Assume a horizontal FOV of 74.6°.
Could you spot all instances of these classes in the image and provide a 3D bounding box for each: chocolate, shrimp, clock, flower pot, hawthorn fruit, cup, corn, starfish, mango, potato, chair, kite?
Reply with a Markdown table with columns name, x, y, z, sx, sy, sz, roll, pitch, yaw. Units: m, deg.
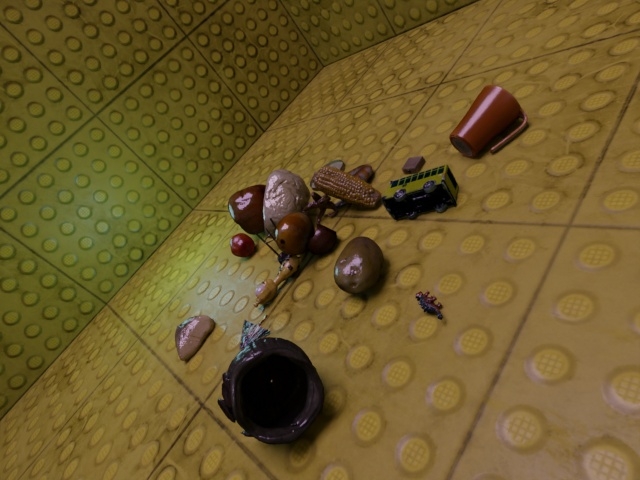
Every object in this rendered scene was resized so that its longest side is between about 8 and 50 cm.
| name | x | y | z | sx | sy | sz | roll | pitch | yaw |
| --- | --- | --- | --- | --- | --- | --- | --- | --- | --- |
| chocolate | 0.000 | 0.000 | 1.827 | 0.127 | 0.124 | 0.133 | 31 | 99 | 48 |
| shrimp | 0.173 | -0.322 | 2.090 | 0.185 | 0.068 | 0.287 | -30 | 25 | 9 |
| clock | 0.036 | -0.372 | 2.371 | 0.234 | 0.029 | 0.235 | -29 | 31 | 20 |
| flower pot | -0.151 | 0.442 | 1.228 | 0.302 | 0.301 | 0.213 | -49 | 7 | -14 |
| hawthorn fruit | -0.352 | -0.188 | 2.353 | 0.300 | 0.268 | 0.268 | -27 | 31 | 7 |
| cup | 0.656 | -0.451 | 1.637 | 0.264 | 0.182 | 0.226 | -48 | 61 | 2 |
| corn | 0.112 | -0.243 | 1.901 | 0.346 | 0.130 | 0.130 | 24 | 64 | 22 |
| hawthorn fruit | -0.422 | 0.029 | 2.274 | 0.137 | 0.133 | 0.133 | 13 | 59 | 46 |
| starfish | -0.012 | -0.166 | 1.996 | 0.146 | 0.190 | 0.074 | -20 | 46 | 21 |
| mango | -0.102 | -0.030 | 1.875 | 0.316 | 0.146 | 0.193 | -6 | -65 | -74 |
| potato | 0.140 | 0.079 | 1.517 | 0.174 | 0.159 | 0.251 | 0 | 35 | 18 |
| chair | -0.200 | 0.011 | 1.955 | 0.104 | 0.222 | 0.095 | -3 | 37 | 49 |
| kite | -0.289 | 0.380 | 1.762 | 0.183 | 0.014 | 0.241 | -50 | 29 | -17 |

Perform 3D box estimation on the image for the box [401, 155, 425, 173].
| name | x | y | z | sx | sy | sz | roll | pitch | yaw |
| --- | --- | --- | --- | --- | --- | --- | --- | --- | --- |
| box | 0.413 | -0.334 | 1.867 | 0.079 | 0.035 | 0.083 | 6 | 55 | 53 |

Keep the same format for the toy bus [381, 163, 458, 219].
| name | x | y | z | sx | sy | sz | roll | pitch | yaw |
| --- | --- | --- | --- | --- | --- | --- | --- | --- | --- |
| toy bus | 0.381 | -0.182 | 1.609 | 0.261 | 0.128 | 0.150 | -13 | 39 | 38 |

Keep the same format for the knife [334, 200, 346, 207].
| name | x | y | z | sx | sy | sz | roll | pitch | yaw |
| --- | --- | --- | --- | --- | --- | --- | --- | --- | --- |
| knife | 0.130 | -0.193 | 2.025 | 0.162 | 0.023 | 0.044 | -26 | 30 | 25 |

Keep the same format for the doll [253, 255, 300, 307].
| name | x | y | z | sx | sy | sz | roll | pitch | yaw |
| --- | --- | --- | --- | --- | --- | --- | --- | --- | --- |
| doll | -0.195 | 0.178 | 1.851 | 0.291 | 0.086 | 0.117 | -47 | -1 | -8 |

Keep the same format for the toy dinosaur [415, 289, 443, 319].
| name | x | y | z | sx | sy | sz | roll | pitch | yaw |
| --- | --- | --- | --- | --- | --- | --- | --- | --- | --- |
| toy dinosaur | 0.325 | 0.190 | 1.252 | 0.055 | 0.049 | 0.154 | -37 | 24 | 2 |

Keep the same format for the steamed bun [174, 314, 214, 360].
| name | x | y | z | sx | sy | sz | roll | pitch | yaw |
| --- | --- | --- | --- | --- | --- | --- | --- | --- | --- |
| steamed bun | -0.611 | 0.425 | 1.988 | 0.212 | 0.110 | 0.231 | -43 | 32 | -5 |

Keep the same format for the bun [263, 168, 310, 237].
| name | x | y | z | sx | sy | sz | roll | pitch | yaw |
| --- | --- | --- | --- | --- | --- | --- | --- | --- | --- |
| bun | -0.168 | -0.172 | 2.106 | 0.226 | 0.350 | 0.353 | 7 | 22 | -4 |
